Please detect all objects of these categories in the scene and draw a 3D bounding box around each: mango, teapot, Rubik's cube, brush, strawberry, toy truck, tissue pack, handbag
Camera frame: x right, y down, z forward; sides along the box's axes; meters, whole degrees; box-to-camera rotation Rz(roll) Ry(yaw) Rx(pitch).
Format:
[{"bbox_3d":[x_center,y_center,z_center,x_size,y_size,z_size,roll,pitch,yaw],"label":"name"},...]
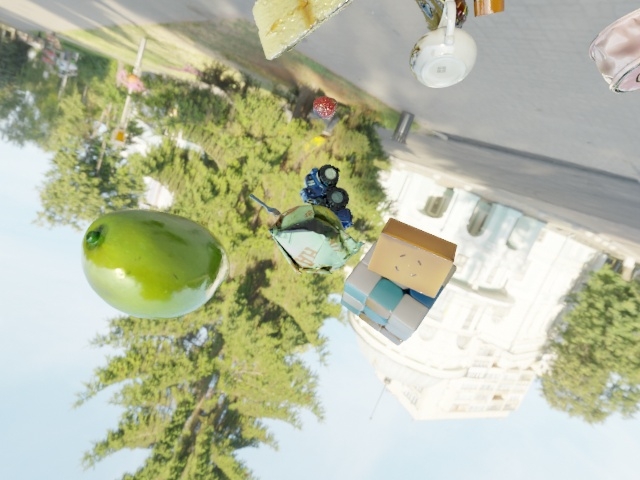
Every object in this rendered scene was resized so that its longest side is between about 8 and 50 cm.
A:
[{"bbox_3d":[-0.261,0.043,0.734,0.192,0.156,0.343,63,-166,11],"label":"mango"},{"bbox_3d":[0.384,-0.585,1.283,0.204,0.140,0.298,7,158,3],"label":"teapot"},{"bbox_3d":[0.324,0.202,1.795,0.346,0.347,0.344,34,160,12],"label":"Rubik's cube"},{"bbox_3d":[-0.229,-0.145,1.679,0.164,0.014,0.051,35,-152,18],"label":"brush"},{"bbox_3d":[0.021,-0.559,1.715,0.106,0.106,0.106,21,-169,-4],"label":"strawberry"},{"bbox_3d":[0.013,-0.117,1.258,0.126,0.208,0.113,-18,169,-24],"label":"toy truck"},{"bbox_3d":[0.345,0.060,1.550,0.274,0.195,0.145,24,-143,11],"label":"tissue pack"},{"bbox_3d":[0.696,-0.406,0.881,0.179,0.117,0.205,-21,165,33],"label":"handbag"}]

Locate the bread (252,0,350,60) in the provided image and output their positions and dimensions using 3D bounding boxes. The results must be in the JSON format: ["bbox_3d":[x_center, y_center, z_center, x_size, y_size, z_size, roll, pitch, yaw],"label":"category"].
[{"bbox_3d":[0.039,-0.702,1.268,0.404,0.345,0.242,-8,-108,-58],"label":"bread"}]

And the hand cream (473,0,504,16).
[{"bbox_3d":[0.474,-0.821,1.179,0.089,0.314,0.139,-22,-151,-16],"label":"hand cream"}]

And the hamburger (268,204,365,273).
[{"bbox_3d":[0.002,0.000,1.088,0.214,0.235,0.125,48,-143,-38],"label":"hamburger"}]

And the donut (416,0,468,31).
[{"bbox_3d":[0.392,-0.780,1.345,0.230,0.096,0.216,45,-172,-21],"label":"donut"}]
